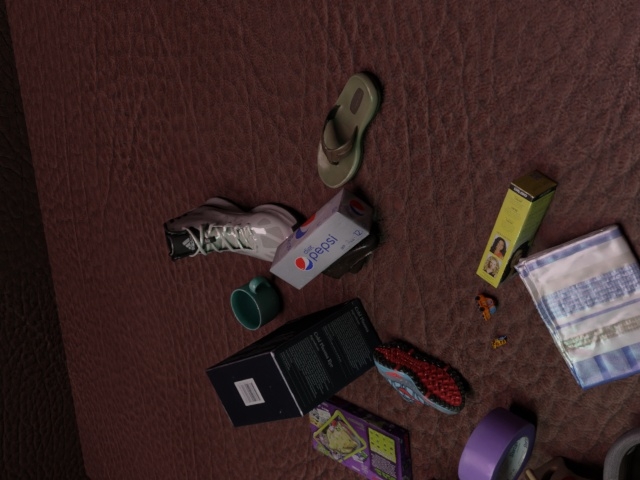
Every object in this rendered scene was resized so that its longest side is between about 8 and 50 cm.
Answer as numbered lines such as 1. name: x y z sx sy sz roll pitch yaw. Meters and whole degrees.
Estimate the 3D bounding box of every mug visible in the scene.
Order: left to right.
1. mug: -0.171 0.174 2.273 0.158 0.097 0.129 -32 87 51

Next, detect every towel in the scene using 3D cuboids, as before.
1. towel: 0.518 0.127 1.496 0.209 0.034 0.285 -26 93 29

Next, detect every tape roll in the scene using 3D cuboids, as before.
1. tape roll: 0.389 0.468 1.756 0.080 0.189 0.189 27 130 36

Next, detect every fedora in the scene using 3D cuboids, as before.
1. fedora: 0.667 0.458 1.495 0.244 0.124 0.275 0 103 45

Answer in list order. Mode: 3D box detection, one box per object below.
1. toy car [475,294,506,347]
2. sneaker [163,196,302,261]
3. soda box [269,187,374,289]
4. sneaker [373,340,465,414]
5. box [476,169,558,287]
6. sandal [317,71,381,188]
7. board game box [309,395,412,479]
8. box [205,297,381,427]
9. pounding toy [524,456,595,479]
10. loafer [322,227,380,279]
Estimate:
1. toy car: 0.373 0.170 1.736 0.041 0.060 0.122 -22 119 9
2. sneaker: -0.255 0.009 2.140 0.447 0.257 0.169 12 120 44
3. soda box: 0.000 0.000 1.922 0.098 0.091 0.286 34 132 -18
4. sneaker: 0.247 0.345 1.936 0.262 0.104 0.125 32 150 37
5. box: 0.381 -0.020 1.562 0.058 0.087 0.232 38 137 30
6. sandal: 0.043 -0.246 1.797 0.120 0.086 0.302 42 137 24
7. board game box: 0.106 0.560 2.238 0.347 0.056 0.208 18 120 41
8. box: -0.065 0.321 2.072 0.343 0.312 0.179 -24 93 52
9. pounding toy: 0.510 0.505 1.629 0.269 0.154 0.154 -87 -23 -81
10. loafer: 0.080 0.035 1.947 0.078 0.080 0.220 35 144 -19
